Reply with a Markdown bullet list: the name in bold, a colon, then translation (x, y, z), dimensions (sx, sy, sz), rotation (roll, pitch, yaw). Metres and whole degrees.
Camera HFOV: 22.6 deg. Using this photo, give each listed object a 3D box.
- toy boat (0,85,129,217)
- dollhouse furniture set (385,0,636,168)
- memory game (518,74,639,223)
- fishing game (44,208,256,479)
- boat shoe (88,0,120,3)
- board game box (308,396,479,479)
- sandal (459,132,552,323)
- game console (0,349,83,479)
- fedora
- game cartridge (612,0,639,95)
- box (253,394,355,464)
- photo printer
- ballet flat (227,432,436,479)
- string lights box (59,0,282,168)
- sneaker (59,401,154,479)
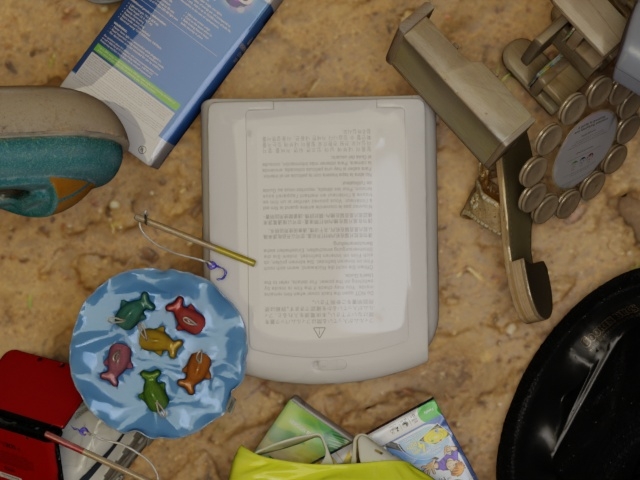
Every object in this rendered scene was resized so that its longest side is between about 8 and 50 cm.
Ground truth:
- **toy boat**: translation (-0.346, -0.059, 1.665), dimensions (0.267, 0.318, 0.148), rotation (-5, 80, -37)
- **dollhouse furniture set**: translation (0.213, -0.219, 1.643), dimensions (0.242, 0.212, 0.161), rotation (-41, 85, -12)
- **memory game**: translation (0.274, -0.097, 1.684), dimensions (0.186, 0.186, 0.012), rotation (-50, 57, 1)
- **fishing game**: translation (-0.167, 0.118, 1.650), dimensions (0.189, 0.041, 0.264), rotation (26, 88, -1)
- **boat shoe**: translation (-0.264, -0.417, 1.741), dimensions (0.118, 0.103, 0.320), rotation (-9, 88, 2)
- **board game box**: translation (0.064, 0.273, 1.694), dimensions (0.201, 0.035, 0.136), rotation (-29, 88, 1)
- **sandal**: translation (0.188, -0.024, 1.726), dimensions (0.079, 0.088, 0.240), rotation (-15, 74, 29)
- **game console**: translation (-0.311, 0.200, 1.737), dimensions (0.144, 0.085, 0.124), rotation (10, 114, 36)
- **fedora**: translation (0.338, 0.198, 1.656), dimensions (0.152, 0.334, 0.334), rotation (29, 90, -28)
- **game cartridge**: translation (0.413, -0.226, 1.511), dimensions (0.198, 0.062, 0.297), rotation (35, 67, 9)
- **box**: translation (-0.025, 0.364, 1.740), dimensions (0.232, 0.058, 0.322), rotation (34, 89, 3)
- **photo printer**: translation (0.000, 0.000, 1.720), dimensions (0.256, 0.107, 0.307), rotation (-2, 89, 3)
- **ballet flat**: translation (0.019, 0.237, 1.646), dimensions (0.231, 0.077, 0.077), rotation (-1, 72, 4)
- **string lights box**: translation (-0.157, -0.221, 1.746), dimensions (0.133, 0.077, 0.259), rotation (37, 91, 2)
- **sneaker**: translation (-0.225, 0.189, 1.742), dimensions (0.095, 0.090, 0.235), rotation (41, 89, 16)
